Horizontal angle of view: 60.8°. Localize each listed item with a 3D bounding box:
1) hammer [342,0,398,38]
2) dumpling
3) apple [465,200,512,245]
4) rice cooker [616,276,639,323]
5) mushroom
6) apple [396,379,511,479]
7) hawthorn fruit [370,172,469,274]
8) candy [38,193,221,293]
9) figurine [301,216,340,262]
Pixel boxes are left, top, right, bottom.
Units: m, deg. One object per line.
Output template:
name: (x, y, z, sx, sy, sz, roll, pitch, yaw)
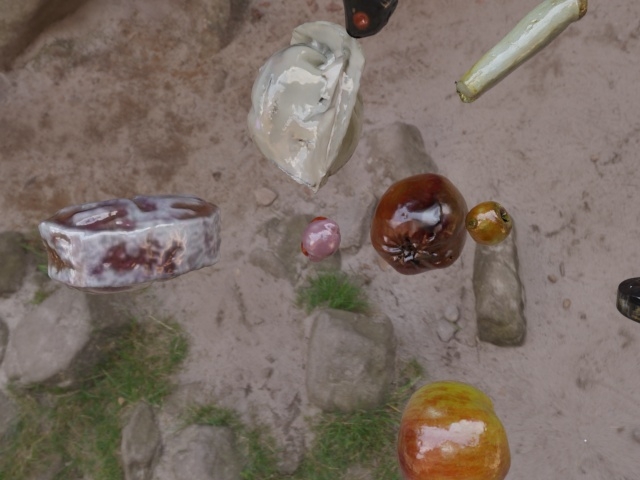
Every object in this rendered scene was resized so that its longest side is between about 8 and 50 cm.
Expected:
hammer: (-0.007, -0.228, 0.267, 0.111, 0.287, 0.033, 2, 56, 25)
dumpling: (-0.010, -0.132, 0.502, 0.199, 0.119, 0.136, -121, 41, -50)
apple: (0.414, -0.039, 1.352, 0.102, 0.114, 0.099, -30, 48, 38)
rice cooker: (0.829, 0.156, 1.362, 0.112, 0.106, 0.165, -32, 42, -33)
mushroom: (0.415, -0.409, 1.133, 0.312, 0.100, 0.081, -39, 84, 4)
apple: (0.334, 0.498, 1.346, 0.302, 0.301, 0.301, -9, 68, 23)
hawthorn fruit: (0.312, -0.057, 1.656, 0.308, 0.308, 0.325, 31, 54, 31)
candy: (-0.305, 0.003, 0.913, 0.214, 0.290, 0.157, 20, 114, 50)
figurine: (0.000, 0.000, 0.954, 0.071, 0.067, 0.083, 28, 105, 53)
